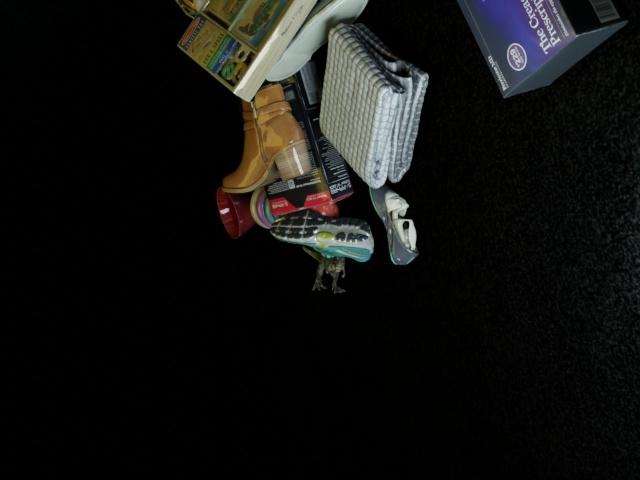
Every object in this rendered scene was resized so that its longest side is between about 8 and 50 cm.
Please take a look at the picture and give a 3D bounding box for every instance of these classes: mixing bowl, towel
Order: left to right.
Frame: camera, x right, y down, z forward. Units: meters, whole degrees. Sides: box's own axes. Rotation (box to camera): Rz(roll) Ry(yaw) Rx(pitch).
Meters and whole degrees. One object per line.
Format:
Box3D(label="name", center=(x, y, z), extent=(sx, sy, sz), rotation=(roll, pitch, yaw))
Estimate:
Box3D(label="mixing bowl", center=(-0.266, -0.106, 2.517), extent=(0.181, 0.098, 0.181), rotation=(47, 148, 42))
Box3D(label="towel", center=(0.102, -0.282, 1.553), extent=(0.235, 0.121, 0.283), rotation=(55, 154, 35))

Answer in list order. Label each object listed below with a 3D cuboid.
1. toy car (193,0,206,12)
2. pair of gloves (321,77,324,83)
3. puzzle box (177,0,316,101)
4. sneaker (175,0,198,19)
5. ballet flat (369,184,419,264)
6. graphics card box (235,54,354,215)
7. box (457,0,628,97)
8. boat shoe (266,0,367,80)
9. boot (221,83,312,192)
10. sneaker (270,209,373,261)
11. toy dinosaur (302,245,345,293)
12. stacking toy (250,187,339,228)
Box3D(label="toy car", center=(-0.257, -0.648, 2.034), extent=(0.182, 0.136, 0.159), rotation=(60, -159, -47))
Box3D(label="pair of gloves", center=(0.006, -0.330, 1.842), extent=(0.198, 0.023, 0.159), rotation=(39, 143, 52))
Box3D(label="puzzle box", center=(-0.122, -0.524, 1.594), extent=(0.408, 0.052, 0.272), rotation=(-55, 49, 9))
Box3D(label="sneaker", center=(-0.418, -0.753, 2.376), extent=(0.215, 0.084, 0.083), rotation=(50, 154, 37))
Box3D(label="ballet flat", center=(0.170, -0.047, 1.657), extent=(0.074, 0.074, 0.203), rotation=(144, 111, -66))
Box3D(label="graphics card box", center=(-0.073, -0.260, 1.846), extent=(0.233, 0.094, 0.370), rotation=(-10, 101, 48))
Box3D(label="box", center=(0.293, -0.369, 1.085), extent=(0.261, 0.103, 0.184), rotation=(67, 159, 9))
Box3D(label="boat shoe", center=(-0.029, -0.464, 1.603), extent=(0.319, 0.116, 0.099), rotation=(-34, 74, 42))
Box3D(label="boot", center=(-0.159, -0.236, 1.790), extent=(0.284, 0.109, 0.220), rotation=(-12, 100, 45))
Box3D(label="sneaker", center=(0.000, 0.000, 1.890), extent=(0.276, 0.107, 0.110), rotation=(12, 140, 21))
Box3D(label="toy dinosaur", center=(0.017, 0.083, 2.092), extent=(0.268, 0.064, 0.118), rotation=(-167, 72, -65))
Box3D(label="stacking toy", center=(-0.062, -0.081, 2.061), extent=(0.330, 0.141, 0.141), rotation=(16, 122, 57))
